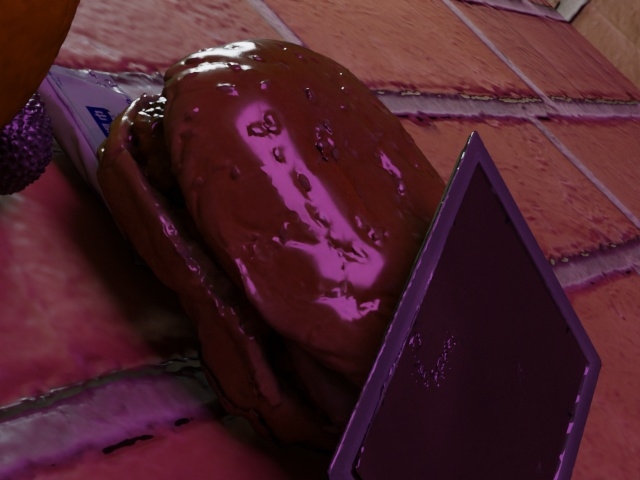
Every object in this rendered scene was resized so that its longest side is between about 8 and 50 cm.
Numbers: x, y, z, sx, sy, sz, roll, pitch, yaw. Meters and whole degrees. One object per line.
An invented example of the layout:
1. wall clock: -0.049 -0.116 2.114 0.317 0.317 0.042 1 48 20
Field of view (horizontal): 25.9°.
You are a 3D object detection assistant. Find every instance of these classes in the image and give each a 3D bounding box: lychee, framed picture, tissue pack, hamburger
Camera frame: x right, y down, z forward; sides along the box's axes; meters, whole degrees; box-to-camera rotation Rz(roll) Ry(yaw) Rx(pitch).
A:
1. lychee: -0.192 -0.060 0.822 0.083 0.067 0.068 55 35 -67
2. framed picture: 0.094 0.100 0.817 0.216 0.016 0.273 58 40 -30
3. tissue pack: -0.136 -0.056 0.956 0.193 0.026 0.122 53 20 22
4. hamburger: 0.000 -0.001 0.896 0.283 0.144 0.259 58 24 4

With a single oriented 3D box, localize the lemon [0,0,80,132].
1. lemon: -0.235 -0.128 0.669 0.240 0.240 0.219 21 63 -40
